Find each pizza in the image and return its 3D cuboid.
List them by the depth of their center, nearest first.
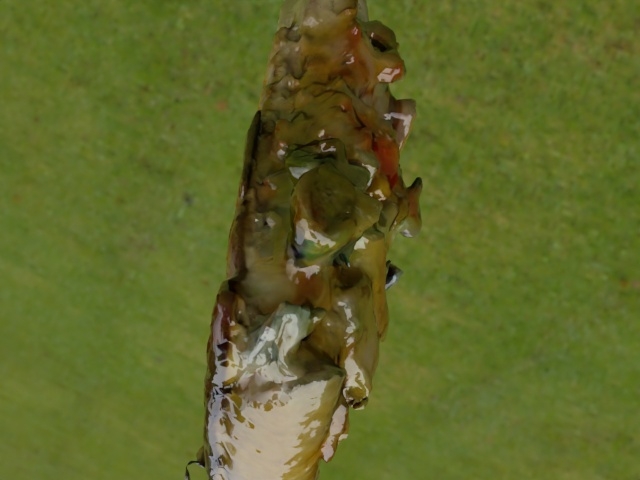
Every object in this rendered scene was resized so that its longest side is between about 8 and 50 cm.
[{"bbox_3d":[0.000,0.000,0.492,0.069,0.226,0.147,9,130,-1],"label":"pizza"}]
